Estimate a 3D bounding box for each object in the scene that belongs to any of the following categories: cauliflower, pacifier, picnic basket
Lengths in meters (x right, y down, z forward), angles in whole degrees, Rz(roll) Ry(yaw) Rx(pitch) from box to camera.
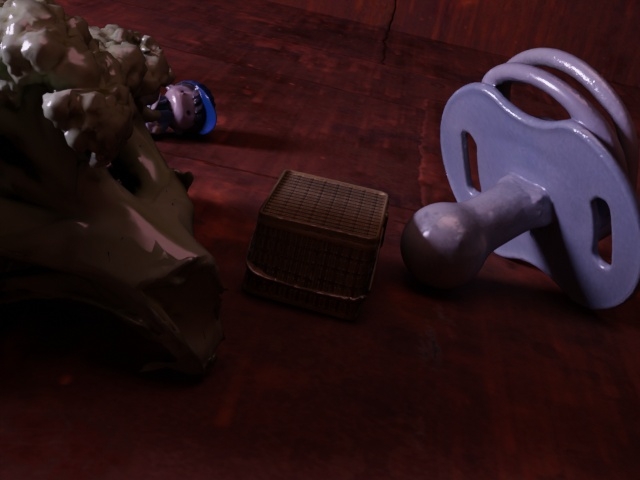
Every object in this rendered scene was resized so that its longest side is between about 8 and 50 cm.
[{"bbox_3d":[-0.192,-0.057,0.751,0.281,0.260,0.327,14,40,14],"label":"cauliflower"},{"bbox_3d":[0.179,-0.037,1.045,0.233,0.244,0.299,-31,37,-20],"label":"pacifier"},{"bbox_3d":[0.000,0.000,0.974,0.115,0.079,0.164,14,20,3],"label":"picnic basket"}]

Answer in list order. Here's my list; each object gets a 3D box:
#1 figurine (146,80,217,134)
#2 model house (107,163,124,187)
[{"bbox_3d":[-0.197,-0.161,1.332,0.136,0.077,0.079,-13,-6,-23],"label":"figurine"},{"bbox_3d":[-0.231,-0.056,0.985,0.165,0.106,0.152,-39,58,-20],"label":"model house"}]
